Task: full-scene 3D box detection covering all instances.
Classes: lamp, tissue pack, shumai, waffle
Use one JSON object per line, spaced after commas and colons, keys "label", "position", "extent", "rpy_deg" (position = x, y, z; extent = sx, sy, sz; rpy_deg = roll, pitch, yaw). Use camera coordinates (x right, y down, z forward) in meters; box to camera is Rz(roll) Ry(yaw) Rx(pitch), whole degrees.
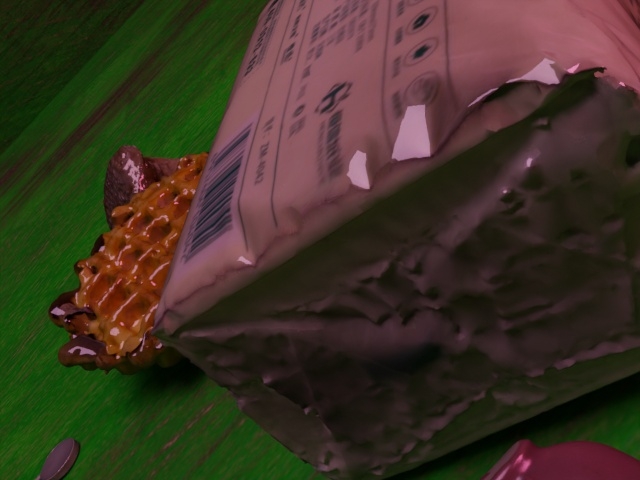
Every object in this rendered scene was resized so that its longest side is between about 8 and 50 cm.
{"label": "lamp", "position": [-0.331, 0.260, 0.833], "extent": [0.198, 0.056, 0.050], "rpy_deg": [-39, 26, 7]}
{"label": "tissue pack", "position": [0.082, -0.078, 0.539], "extent": [0.297, 0.207, 0.381], "rpy_deg": [-30, 31, 32]}
{"label": "shumai", "position": [-0.206, -0.058, 1.033], "extent": [0.116, 0.146, 0.145], "rpy_deg": [-11, 10, -31]}
{"label": "waffle", "position": [-0.137, 0.011, 0.837], "extent": [0.329, 0.062, 0.329], "rpy_deg": [-23, 38, 19]}

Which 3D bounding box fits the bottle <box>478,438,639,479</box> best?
{"label": "bottle", "position": [0.057, 0.193, 0.315], "extent": [0.253, 0.120, 0.120], "rpy_deg": [-51, 28, -10]}
